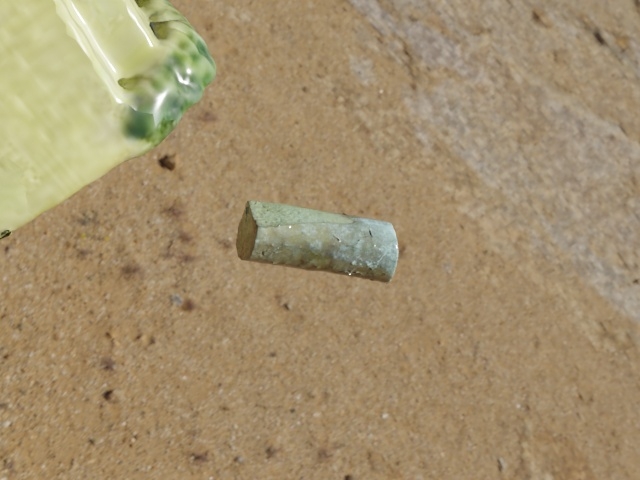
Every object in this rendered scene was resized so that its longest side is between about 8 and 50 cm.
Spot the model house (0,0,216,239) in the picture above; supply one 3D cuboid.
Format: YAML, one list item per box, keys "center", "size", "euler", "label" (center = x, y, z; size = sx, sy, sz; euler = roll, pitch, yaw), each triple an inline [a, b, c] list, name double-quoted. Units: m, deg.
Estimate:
- center: [-0.266, -0.141, 0.438]
  size: [0.261, 0.321, 0.266]
  euler: [55, -6, 45]
  label: "model house"

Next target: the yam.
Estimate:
- center: [0.000, 0.000, 0.856]
  size: [0.169, 0.068, 0.068]
  euler: [10, 52, -20]
  label: "yam"
